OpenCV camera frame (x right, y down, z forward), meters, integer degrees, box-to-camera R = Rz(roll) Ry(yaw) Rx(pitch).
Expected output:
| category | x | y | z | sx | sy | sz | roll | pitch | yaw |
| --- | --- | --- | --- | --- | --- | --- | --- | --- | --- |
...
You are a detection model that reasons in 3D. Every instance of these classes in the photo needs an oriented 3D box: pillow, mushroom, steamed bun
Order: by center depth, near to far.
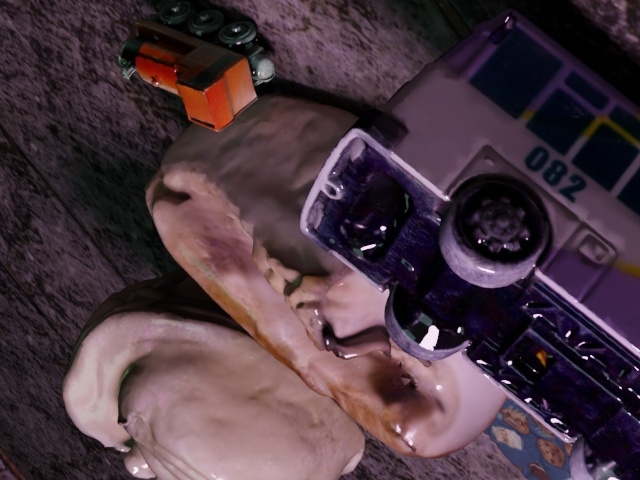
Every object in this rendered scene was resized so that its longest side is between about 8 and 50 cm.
| category | x | y | z | sx | sy | sz | roll | pitch | yaw |
| --- | --- | --- | --- | --- | --- | --- | --- | --- | --- |
| mushroom | 0.008 | 0.018 | 1.982 | 0.397 | 0.224 | 0.313 | 30 | 163 | 44 |
| pillow | 0.260 | 0.205 | 2.013 | 0.189 | 0.034 | 0.255 | 43 | 151 | 5 |
| steamed bun | -0.106 | 0.144 | 2.161 | 0.339 | 0.352 | 0.247 | 28 | 116 | 22 |

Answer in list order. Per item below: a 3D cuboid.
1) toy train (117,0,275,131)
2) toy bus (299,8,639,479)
| category | x | y | z | sx | sy | sz | roll | pitch | yaw |
| --- | --- | --- | --- | --- | --- | --- | --- | --- | --- |
| toy train | -0.134 | -0.186 | 1.971 | 0.176 | 0.118 | 0.074 | 24 | 142 | 35 |
| toy bus | 0.224 | 0.020 | 1.581 | 0.440 | 0.249 | 0.209 | 39 | 152 | 5 |
